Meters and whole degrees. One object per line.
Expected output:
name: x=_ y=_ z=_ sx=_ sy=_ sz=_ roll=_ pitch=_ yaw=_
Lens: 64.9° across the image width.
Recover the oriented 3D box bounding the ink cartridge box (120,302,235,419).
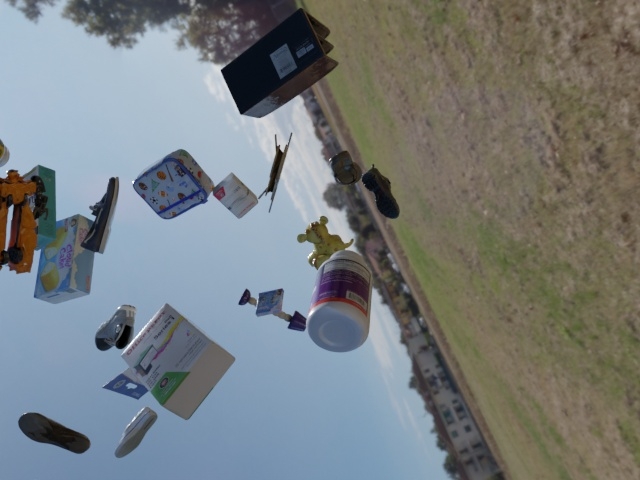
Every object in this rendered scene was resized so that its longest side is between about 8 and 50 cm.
ink cartridge box: x=-0.400 y=0.325 z=1.396 sx=0.278 sy=0.201 sz=0.117 roll=24 pitch=159 yaw=45

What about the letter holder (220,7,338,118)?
letter holder: x=-0.098 y=-0.499 z=1.486 sx=0.152 sy=0.302 sz=0.214 roll=65 pitch=-156 yaw=6

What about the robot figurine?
robot figurine: x=-0.823 y=-0.046 z=1.312 sx=0.211 sy=0.085 sz=0.291 roll=-19 pitch=-57 yaw=-68

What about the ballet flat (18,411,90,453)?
ballet flat: x=-0.904 y=0.656 z=1.719 sx=0.250 sy=0.084 sz=0.058 roll=25 pitch=174 yaw=-7

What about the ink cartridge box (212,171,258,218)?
ink cartridge box: x=-0.336 y=-0.177 z=1.996 sx=0.150 sy=0.109 sz=0.063 roll=45 pitch=-170 yaw=-31

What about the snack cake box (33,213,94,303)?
snack cake box: x=-0.832 y=0.061 z=1.652 sx=0.089 sy=0.152 sz=0.264 roll=44 pitch=-145 yaw=-57

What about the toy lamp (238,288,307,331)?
toy lamp: x=-0.177 y=0.271 z=1.937 sx=0.274 sy=0.080 sz=0.080 roll=27 pitch=-172 yaw=-1

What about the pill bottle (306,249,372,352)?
pill bottle: x=0.066 y=0.170 z=1.530 sx=0.181 sy=0.181 sz=0.323 roll=62 pitch=-158 yaw=-27

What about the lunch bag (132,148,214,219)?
lunch bag: x=-0.586 y=-0.217 z=2.035 sx=0.243 sy=0.303 sz=0.115 roll=54 pitch=-146 yaw=-24

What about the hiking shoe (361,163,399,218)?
hiking shoe: x=0.255 y=-0.193 z=1.977 sx=0.227 sy=0.086 sz=0.114 roll=57 pitch=-137 yaw=-20

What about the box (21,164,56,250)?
box: x=-0.862 y=-0.101 z=1.536 sx=0.060 sy=0.100 sz=0.244 roll=24 pitch=-132 yaw=-56

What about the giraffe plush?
giraffe plush: x=0.000 y=0.000 z=1.895 sx=0.170 sy=0.181 sz=0.210 roll=46 pitch=157 yaw=-23

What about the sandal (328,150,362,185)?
sandal: x=0.085 y=-0.205 z=1.523 sx=0.060 sy=0.090 sz=0.219 roll=58 pitch=-178 yaw=18

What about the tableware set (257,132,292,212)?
tableware set: x=-0.108 y=-0.157 z=1.145 sx=0.194 sy=0.039 sz=0.128 roll=122 pitch=163 yaw=-69

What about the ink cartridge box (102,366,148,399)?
ink cartridge box: x=-0.543 y=0.451 z=1.763 sx=0.071 sy=0.330 sz=0.324 roll=46 pitch=165 yaw=19

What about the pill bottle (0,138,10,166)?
pill bottle: x=-1.149 y=-0.322 z=1.697 sx=0.208 sy=0.119 sz=0.119 roll=126 pitch=120 yaw=-78

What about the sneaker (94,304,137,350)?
sneaker: x=-0.707 y=0.335 z=1.725 sx=0.086 sy=0.229 sz=0.132 roll=22 pitch=-152 yaw=-37

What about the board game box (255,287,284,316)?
board game box: x=-0.170 y=0.208 z=1.690 sx=0.090 sy=0.090 sz=0.020 roll=-88 pitch=-23 yaw=-44

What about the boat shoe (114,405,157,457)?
boat shoe: x=-0.791 y=0.813 z=2.142 sx=0.076 sy=0.226 sz=0.083 roll=29 pitch=157 yaw=38

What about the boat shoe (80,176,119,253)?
boat shoe: x=-0.567 y=-0.070 z=1.299 sx=0.075 sy=0.065 sz=0.206 roll=-167 pitch=90 yaw=-73
